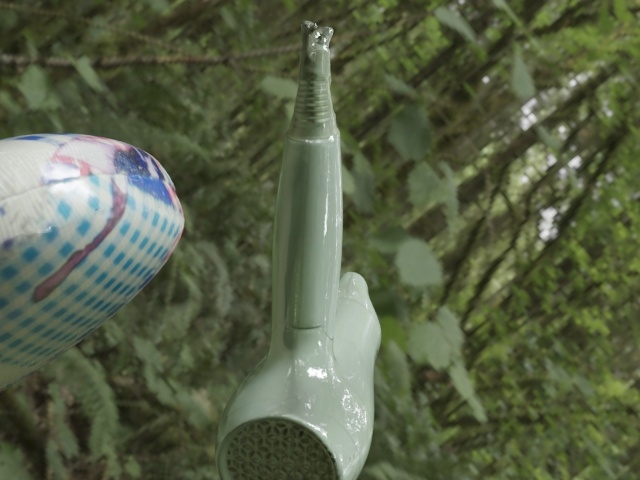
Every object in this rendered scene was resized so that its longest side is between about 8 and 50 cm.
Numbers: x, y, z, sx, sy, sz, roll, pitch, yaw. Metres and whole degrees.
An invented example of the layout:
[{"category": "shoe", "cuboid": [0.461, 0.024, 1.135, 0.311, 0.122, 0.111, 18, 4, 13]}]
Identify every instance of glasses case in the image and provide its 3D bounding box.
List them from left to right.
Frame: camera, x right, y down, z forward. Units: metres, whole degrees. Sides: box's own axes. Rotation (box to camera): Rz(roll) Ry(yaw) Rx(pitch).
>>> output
[{"category": "glasses case", "cuboid": [-0.196, 0.053, 0.420, 0.076, 0.327, 0.125, 64, 14, 8]}]

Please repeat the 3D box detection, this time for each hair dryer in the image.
[{"category": "hair dryer", "cuboid": [0.000, 0.000, 0.624, 0.206, 0.075, 0.237, -61, 153, -67]}]
